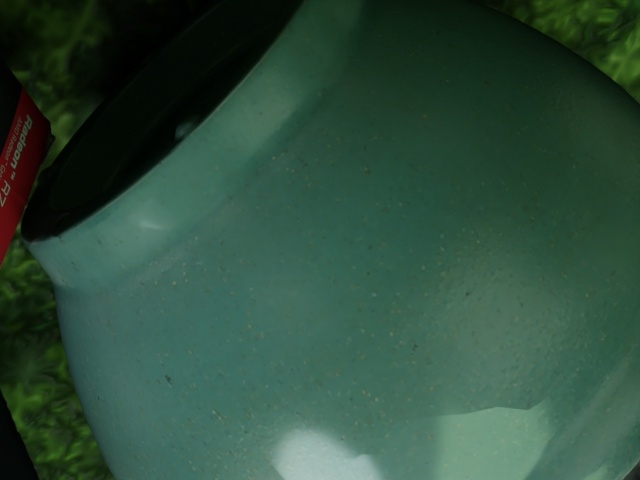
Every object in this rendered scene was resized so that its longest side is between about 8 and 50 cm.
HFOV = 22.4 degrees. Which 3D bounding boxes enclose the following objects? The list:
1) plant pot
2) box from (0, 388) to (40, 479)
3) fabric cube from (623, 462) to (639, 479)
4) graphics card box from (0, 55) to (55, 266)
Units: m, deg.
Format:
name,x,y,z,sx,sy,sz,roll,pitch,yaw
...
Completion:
name,x,y,z,sx,sy,sz,roll,pitch,yaw
plant pot,0.000,0.000,0.689,0.293,0.293,0.196,-42,110,7
box,-0.285,0.139,0.732,0.261,0.103,0.184,18,118,-40
fabric cube,0.188,0.349,1.100,0.254,0.259,0.258,-26,138,-11
graphics card box,-0.232,-0.062,0.496,0.094,0.233,0.371,-1,144,23
